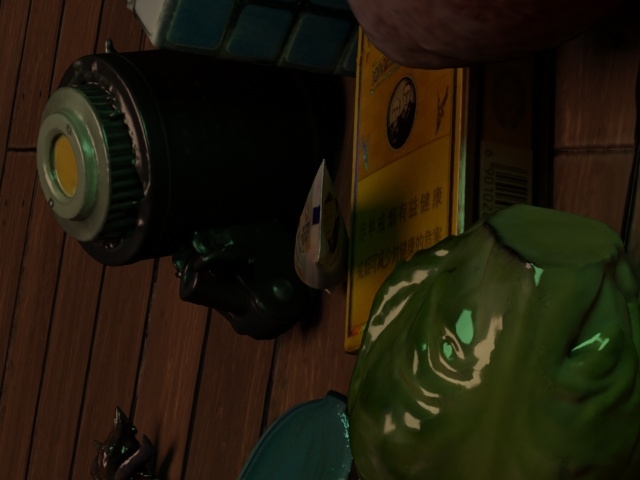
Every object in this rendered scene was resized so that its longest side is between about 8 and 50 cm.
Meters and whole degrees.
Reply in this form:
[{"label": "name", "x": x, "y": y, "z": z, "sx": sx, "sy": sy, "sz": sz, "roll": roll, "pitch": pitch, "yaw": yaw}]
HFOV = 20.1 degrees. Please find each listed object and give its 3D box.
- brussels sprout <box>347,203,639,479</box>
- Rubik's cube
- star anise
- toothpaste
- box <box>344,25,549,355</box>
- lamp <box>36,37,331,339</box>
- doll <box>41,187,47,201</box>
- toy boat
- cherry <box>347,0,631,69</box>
[{"label": "brussels sprout", "x": 0.124, "y": 0.098, "z": 1.222, "sx": 0.244, "sy": 0.244, "sz": 0.244, "roll": -34, "pitch": 51, "yaw": 57}, {"label": "Rubik's cube", "x": -0.043, "y": -0.321, "z": 1.624, "sx": 0.253, "sy": 0.259, "sz": 0.256, "roll": 58, "pitch": 134, "yaw": 47}, {"label": "star anise", "x": -0.221, "y": 0.279, "z": 2.037, "sx": 0.204, "sy": 0.061, "sz": 0.181, "roll": -57, "pitch": 39, "yaw": 46}, {"label": "toothpaste", "x": 0.000, "y": 0.000, "z": 1.527, "sx": 0.056, "sy": 0.058, "sz": 0.314, "roll": -40, "pitch": -7, "yaw": -6}, {"label": "box", "x": 0.100, "y": -0.065, "z": 1.456, "sx": 0.193, "sy": 0.084, "sz": 0.302, "roll": -26, "pitch": 58, "yaw": 61}, {"label": "lamp", "x": -0.137, "y": -0.098, "z": 1.751, "sx": 0.205, "sy": 0.272, "sz": 0.374, "roll": -41, "pitch": 45, "yaw": 51}, {"label": "doll", "x": -0.211, "y": -0.116, "z": 2.073, "sx": 0.258, "sy": 0.153, "sz": 0.195, "roll": -14, "pitch": 55, "yaw": 44}, {"label": "toy boat", "x": -0.029, "y": 0.221, "z": 1.583, "sx": 0.215, "sy": 0.088, "sz": 0.102, "roll": -61, "pitch": -5, "yaw": -30}, {"label": "cherry", "x": 0.124, "y": -0.298, "z": 1.251, "sx": 0.335, "sy": 0.291, "sz": 0.326, "roll": -51, "pitch": 54, "yaw": 57}]
